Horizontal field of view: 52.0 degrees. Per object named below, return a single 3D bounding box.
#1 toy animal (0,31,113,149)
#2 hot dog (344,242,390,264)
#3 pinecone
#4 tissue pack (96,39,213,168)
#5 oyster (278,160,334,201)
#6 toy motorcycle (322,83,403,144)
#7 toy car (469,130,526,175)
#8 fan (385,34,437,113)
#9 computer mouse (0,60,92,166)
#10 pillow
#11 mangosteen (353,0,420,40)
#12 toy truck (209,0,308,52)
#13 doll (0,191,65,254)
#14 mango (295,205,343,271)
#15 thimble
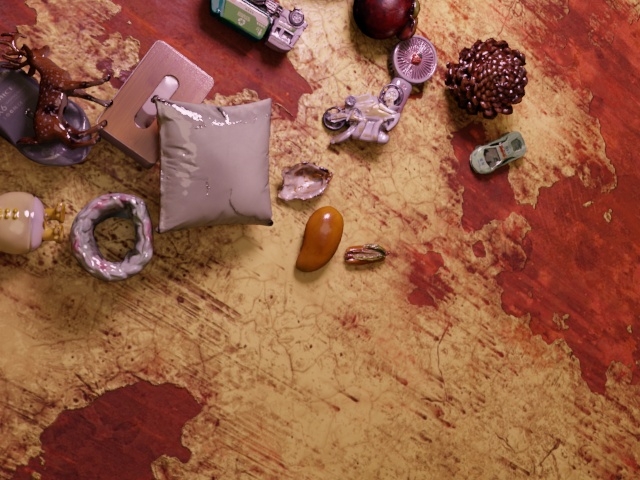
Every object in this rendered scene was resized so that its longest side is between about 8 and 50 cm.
[{"bbox_3d":[-0.578,-0.320,1.395,0.259,0.087,0.244,10,76,-2],"label":"toy animal"},{"bbox_3d":[0.125,0.036,1.754,0.133,0.041,0.056,-3,90,-19],"label":"hot dog"},{"bbox_3d":[0.446,-0.448,1.795,0.221,0.221,0.222,0,89,-19],"label":"pinecone"},{"bbox_3d":[-0.388,-0.310,1.533,0.159,0.136,0.246,35,78,-15],"label":"tissue pack"},{"bbox_3d":[-0.037,-0.154,1.696,0.148,0.051,0.103,-1,101,-11],"label":"oyster"},{"bbox_3d":[0.124,-0.316,1.729,0.228,0.074,0.151,-22,95,1],"label":"toy motorcycle"},{"bbox_3d":[0.516,-0.250,1.888,0.186,0.058,0.093,-26,99,-18],"label":"toy car"},{"bbox_3d":[0.228,-0.437,1.784,0.130,0.074,0.244,24,85,-17],"label":"fan"},{"bbox_3d":[-0.673,-0.296,1.465,0.379,0.090,0.167,40,69,0],"label":"computer mouse"},{"bbox_3d":[-0.237,-0.171,1.502,0.312,0.119,0.310,-7,102,-36],"label":"pillow"},{"bbox_3d":[0.181,-0.609,1.721,0.199,0.200,0.200,0,89,-19],"label":"mangosteen"},{"bbox_3d":[-0.163,-0.567,1.633,0.253,0.114,0.124,29,93,-17],"label":"toy truck"},{"bbox_3d":[-0.710,-0.041,1.414,0.296,0.117,0.141,3,75,-26],"label":"doll"},{"bbox_3d":[0.000,0.000,1.690,0.102,0.085,0.184,23,87,-17],"label":"mango"},{"bbox_3d":[-0.466,-0.012,1.495,0.185,0.149,0.211,32,78,-14],"label":"thimble"}]
